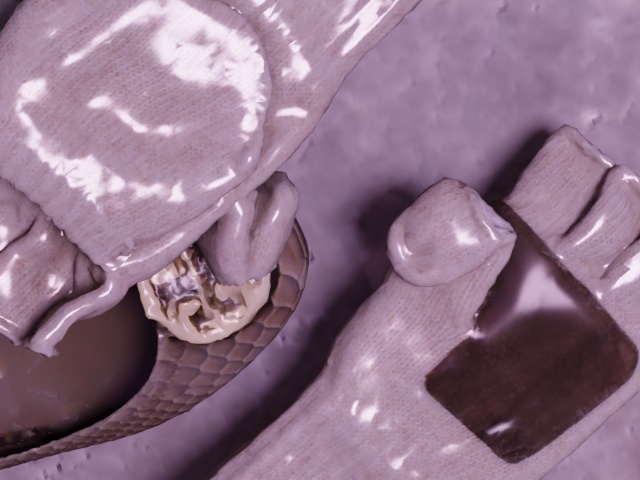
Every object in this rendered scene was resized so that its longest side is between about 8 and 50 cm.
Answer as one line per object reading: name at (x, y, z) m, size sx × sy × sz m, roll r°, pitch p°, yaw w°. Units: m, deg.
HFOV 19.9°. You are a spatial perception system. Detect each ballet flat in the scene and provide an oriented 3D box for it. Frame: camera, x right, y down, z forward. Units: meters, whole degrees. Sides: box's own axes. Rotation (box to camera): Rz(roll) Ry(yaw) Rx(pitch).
ballet flat at (-0.122, 0.046, 0.633) m, size 0.250 × 0.058 × 0.084 m, roll -20°, pitch 94°, yaw 7°

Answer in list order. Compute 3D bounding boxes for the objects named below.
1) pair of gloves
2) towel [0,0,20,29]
pair of gloves at (0.000, 0.000, 0.591) m, size 0.204 × 0.042 × 0.240 m, roll -37°, pitch 108°, yaw 1°
towel at (-0.078, -0.163, 0.569) m, size 0.329 × 0.037 × 0.237 m, roll -14°, pitch 117°, yaw 2°
